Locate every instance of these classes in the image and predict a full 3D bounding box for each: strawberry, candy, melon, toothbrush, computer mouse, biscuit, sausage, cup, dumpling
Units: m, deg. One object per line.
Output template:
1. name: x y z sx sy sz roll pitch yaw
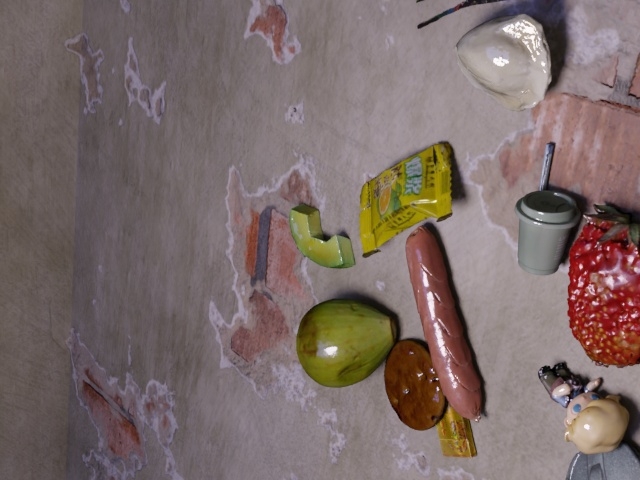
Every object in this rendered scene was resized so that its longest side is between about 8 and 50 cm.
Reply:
1. strawberry: 0.519 0.105 1.589 0.233 0.138 0.306 20 112 43
2. candy: 0.175 -0.086 1.961 0.297 0.081 0.187 -28 56 47
3. melon: 0.000 0.000 2.208 0.210 0.064 0.117 29 115 38
4. toothbrush: 0.420 -0.080 1.747 0.019 0.016 0.219 31 123 50
5. computer mouse: 0.566 0.542 1.651 0.203 0.114 0.373 -44 65 45
6. biscuit: 0.205 0.322 2.044 0.212 0.036 0.212 15 108 57
7. sausage: 0.258 0.178 1.937 0.088 0.088 0.432 -22 82 49
8. cup: 0.419 -0.013 1.701 0.120 0.120 0.141 30 133 41
9. dumpling: 0.339 -0.324 1.708 0.252 0.131 0.179 -5 117 60

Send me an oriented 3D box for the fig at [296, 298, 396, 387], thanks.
1. fig: 0.052 0.232 2.092 0.230 0.207 0.207 -17 86 49

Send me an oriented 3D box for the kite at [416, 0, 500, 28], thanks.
1. kite: 0.281 -0.509 1.802 0.285 0.015 0.152 -16 86 49

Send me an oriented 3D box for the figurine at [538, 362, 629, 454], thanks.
1. figurine: 0.488 0.303 1.697 0.196 0.114 0.108 61 141 43

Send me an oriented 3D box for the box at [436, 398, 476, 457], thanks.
1. box: 0.288 0.397 2.000 0.089 0.022 0.156 -11 90 52
